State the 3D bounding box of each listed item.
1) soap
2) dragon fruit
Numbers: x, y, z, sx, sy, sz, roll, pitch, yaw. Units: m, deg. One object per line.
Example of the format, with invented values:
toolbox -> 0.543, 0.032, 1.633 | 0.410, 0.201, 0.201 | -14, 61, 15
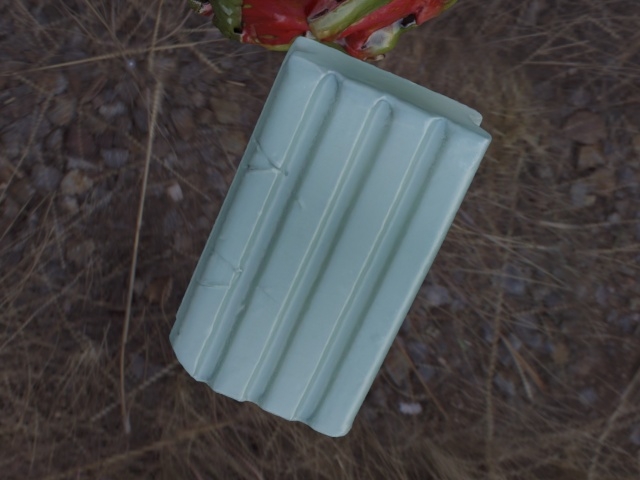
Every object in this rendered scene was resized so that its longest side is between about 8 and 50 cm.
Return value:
soap -> 0.000, 0.000, 0.650 | 0.119, 0.066, 0.198 | 23, 108, -6
dragon fruit -> 0.018, -0.273, 0.938 | 0.303, 0.237, 0.231 | -36, 85, 6
